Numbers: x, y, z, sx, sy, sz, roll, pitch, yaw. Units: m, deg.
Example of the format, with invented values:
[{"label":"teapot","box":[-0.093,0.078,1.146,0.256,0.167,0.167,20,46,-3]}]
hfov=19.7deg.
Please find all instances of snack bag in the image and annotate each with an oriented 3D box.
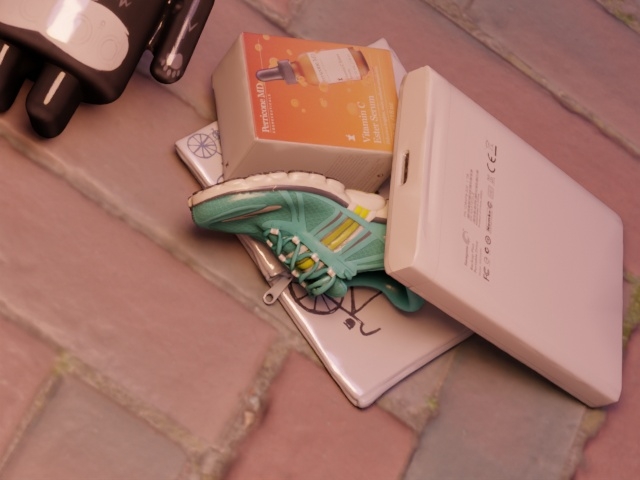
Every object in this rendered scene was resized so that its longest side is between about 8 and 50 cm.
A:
[{"label":"snack bag","box":[0.054,-0.023,1.941,0.323,0.037,0.342,-28,81,-36]}]

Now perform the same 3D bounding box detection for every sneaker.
[{"label":"sneaker","box":[0.000,0.000,1.816,0.275,0.107,0.110,14,70,-25]}]

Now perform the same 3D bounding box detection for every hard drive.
[{"label":"hard drive","box":[0.199,0.002,1.916,0.353,0.047,0.233,33,51,-39]}]

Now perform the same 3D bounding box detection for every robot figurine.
[{"label":"robot figurine","box":[-0.235,-0.241,1.790,0.209,0.174,0.278,34,76,-37]}]

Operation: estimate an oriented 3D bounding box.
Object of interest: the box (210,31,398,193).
[{"label":"box","box":[-0.012,-0.128,1.882,0.170,0.091,0.130,4,62,-25]}]
